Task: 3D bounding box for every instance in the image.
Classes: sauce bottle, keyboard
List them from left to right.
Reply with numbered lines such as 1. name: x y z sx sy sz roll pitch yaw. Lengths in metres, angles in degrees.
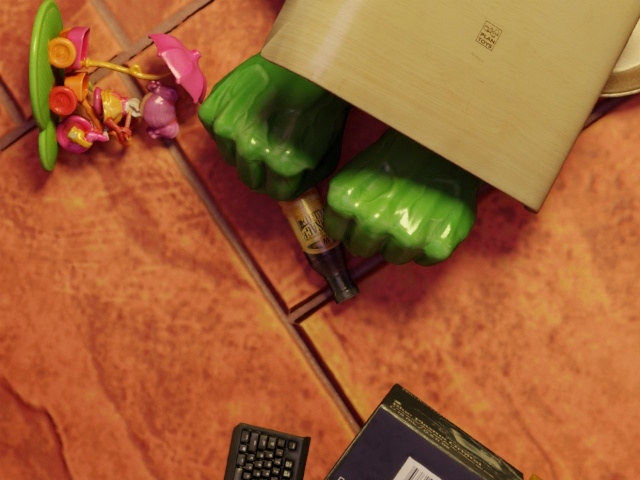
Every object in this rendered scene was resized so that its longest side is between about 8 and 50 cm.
1. keyboard: -0.051 0.279 1.136 0.108 0.023 0.180 11 91 8
2. sauce bottle: 0.000 0.000 1.126 0.042 0.042 0.128 -29 86 6

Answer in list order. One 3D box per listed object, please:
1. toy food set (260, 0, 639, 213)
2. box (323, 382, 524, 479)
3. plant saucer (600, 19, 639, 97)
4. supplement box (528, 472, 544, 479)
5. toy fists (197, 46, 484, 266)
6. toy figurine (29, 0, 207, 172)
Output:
1. toy food set: 0.126 -0.183 1.002 0.306 0.092 0.219 27 93 -25
2. box: 0.099 0.218 1.046 0.156 0.158 0.093 35 94 7
3. plant saucer: 0.273 -0.233 1.095 0.199 0.036 0.198 0 89 8
4. supplement box: 0.188 0.338 1.015 0.129 0.191 0.194 36 94 8
5. toy fists: 0.016 -0.073 1.077 0.279 0.096 0.142 33 52 7
6. toy figurine: -0.193 -0.145 1.132 0.159 0.130 0.173 4 111 -1
